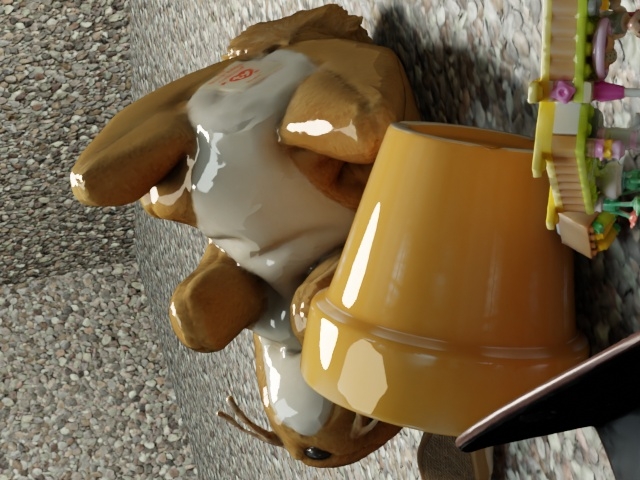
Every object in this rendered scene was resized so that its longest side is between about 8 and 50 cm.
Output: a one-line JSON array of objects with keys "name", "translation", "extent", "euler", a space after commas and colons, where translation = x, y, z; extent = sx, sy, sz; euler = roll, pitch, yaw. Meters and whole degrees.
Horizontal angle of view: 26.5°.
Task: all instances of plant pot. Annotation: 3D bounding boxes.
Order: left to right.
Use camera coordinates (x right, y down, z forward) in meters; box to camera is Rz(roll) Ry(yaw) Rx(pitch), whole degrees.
[{"name": "plant pot", "translation": [0.099, 0.017, 0.966], "extent": [0.205, 0.205, 0.188], "euler": [-141, 58, -68]}]

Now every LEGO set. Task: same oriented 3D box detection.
[{"name": "LEGO set", "translation": [0.184, -0.088, 0.785], "extent": [0.132, 0.107, 0.287], "euler": [-63, -28, -52]}]

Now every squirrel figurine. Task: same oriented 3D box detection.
[{"name": "squirrel figurine", "translation": [0.000, 0.000, 1.251], "extent": [0.397, 0.281, 0.370], "euler": [-77, -30, -60]}]

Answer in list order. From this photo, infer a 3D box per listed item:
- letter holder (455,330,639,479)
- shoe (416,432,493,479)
[{"name": "letter holder", "translation": [0.162, 0.100, 0.528], "extent": [0.302, 0.214, 0.152], "euler": [-40, 60, 50]}, {"name": "shoe", "translation": [0.130, 0.164, 1.212], "extent": [0.076, 0.058, 0.219], "euler": [28, 140, 34]}]
